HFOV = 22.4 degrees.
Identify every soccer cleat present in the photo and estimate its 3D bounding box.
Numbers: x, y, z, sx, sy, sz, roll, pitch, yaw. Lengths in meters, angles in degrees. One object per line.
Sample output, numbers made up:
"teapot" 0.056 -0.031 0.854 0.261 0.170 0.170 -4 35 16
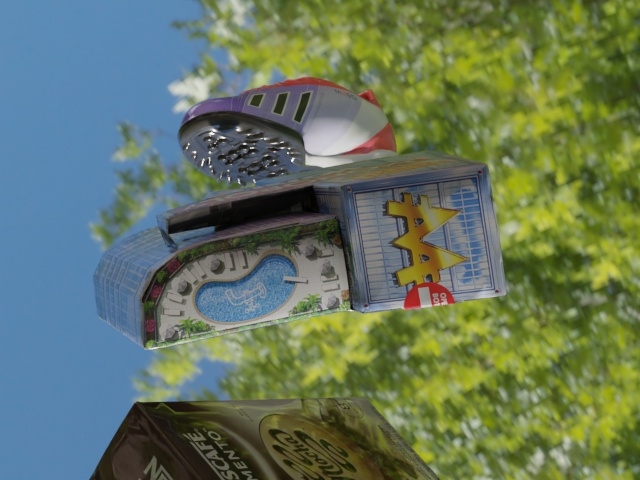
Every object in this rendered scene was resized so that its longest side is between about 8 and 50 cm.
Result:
"soccer cleat" -0.034 -0.119 1.656 0.109 0.318 0.116 -23 -109 35

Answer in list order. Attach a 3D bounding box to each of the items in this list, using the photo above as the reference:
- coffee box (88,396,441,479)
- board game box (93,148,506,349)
"coffee box" -0.031 0.226 1.337 0.168 0.297 0.119 46 -66 32
"board game box" 0.000 0.000 0.749 0.194 0.194 0.060 -11 -85 -16
